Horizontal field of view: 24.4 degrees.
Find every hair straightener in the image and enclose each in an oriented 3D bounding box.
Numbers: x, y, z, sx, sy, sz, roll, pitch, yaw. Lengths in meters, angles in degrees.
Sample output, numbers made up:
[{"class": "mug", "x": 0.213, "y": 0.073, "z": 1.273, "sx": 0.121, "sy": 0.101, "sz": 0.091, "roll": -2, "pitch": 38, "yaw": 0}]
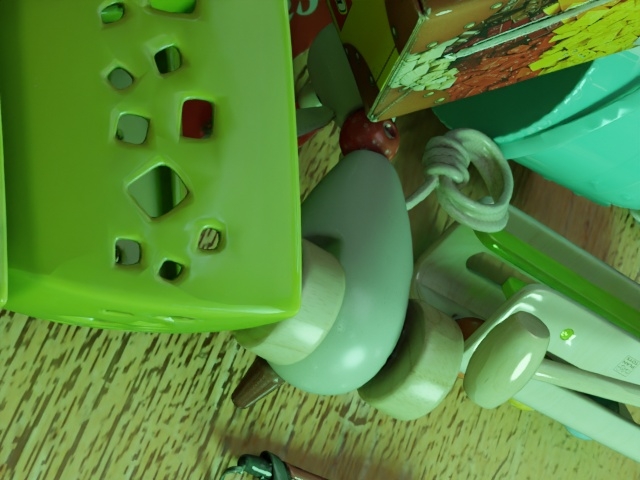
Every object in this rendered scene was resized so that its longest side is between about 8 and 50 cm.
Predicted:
[{"class": "hair straightener", "x": 0.013, "y": 0.225, "z": 1.115, "sx": 0.230, "sy": 0.047, "sz": 0.089, "roll": 30, "pitch": 60, "yaw": -32}]

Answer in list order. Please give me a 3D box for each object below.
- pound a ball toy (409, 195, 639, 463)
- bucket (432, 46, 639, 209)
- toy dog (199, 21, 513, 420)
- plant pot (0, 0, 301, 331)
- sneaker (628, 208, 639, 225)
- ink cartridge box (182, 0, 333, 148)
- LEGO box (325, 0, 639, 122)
[{"class": "pound a ball toy", "x": 0.199, "y": 0.109, "z": 1.225, "sx": 0.319, "sy": 0.136, "sz": 0.208, "roll": 27, "pitch": 27, "yaw": -33}, {"class": "bucket", "x": 0.226, "y": -0.173, "z": 1.246, "sx": 0.183, "sy": 0.281, "sz": 0.281, "roll": 15, "pitch": 69, "yaw": -35}, {"class": "toy dog", "x": 0.000, "y": 0.000, "z": 1.085, "sx": 0.220, "sy": 0.161, "sz": 0.334, "roll": 46, "pitch": 36, "yaw": -16}, {"class": "plant pot", "x": -0.150, "y": -0.053, "z": 0.913, "sx": 0.207, "sy": 0.228, "sz": 0.227, "roll": -2, "pitch": 85, "yaw": -22}, {"class": "sneaker", "x": 0.357, "y": -0.025, "z": 1.462, "sx": 0.092, "sy": 0.087, "sz": 0.229, "roll": -30, "pitch": 92, "yaw": -35}, {"class": "ink cartridge box", "x": -0.065, "y": -0.265, "z": 1.144, "sx": 0.308, "sy": 0.091, "sz": 0.385, "roll": -42, "pitch": 106, "yaw": -39}, {"class": "LEGO box", "x": 0.136, "y": -0.385, "z": 1.031, "sx": 0.372, "sy": 0.193, "sz": 0.500, "roll": -17, "pitch": 79, "yaw": -12}]
